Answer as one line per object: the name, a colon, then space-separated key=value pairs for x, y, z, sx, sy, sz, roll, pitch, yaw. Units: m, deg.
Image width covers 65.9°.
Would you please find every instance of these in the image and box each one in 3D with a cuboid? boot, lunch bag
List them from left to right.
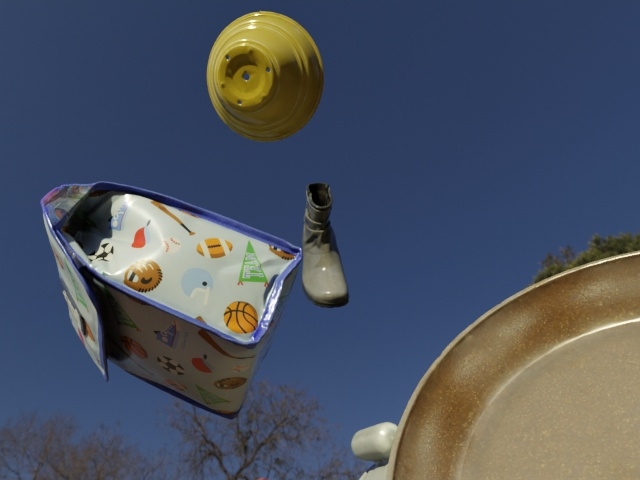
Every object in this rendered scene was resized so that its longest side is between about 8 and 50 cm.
lunch bag: x=-0.266 y=0.102 z=0.826 sx=0.385 sy=0.239 sz=0.328 roll=25 pitch=-41 yaw=2
boot: x=0.000 y=0.000 z=1.296 sx=0.118 sy=0.338 sz=0.222 roll=-6 pitch=-55 yaw=-13

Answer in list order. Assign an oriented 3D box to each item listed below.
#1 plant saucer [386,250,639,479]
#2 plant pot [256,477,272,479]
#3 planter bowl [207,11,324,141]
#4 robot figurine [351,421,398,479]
plant saucer: x=0.181 y=0.111 z=0.239 sx=0.311 sy=0.310 sz=0.050 roll=-26 pitch=-66 yaw=10
plant pot: x=-0.090 y=0.372 z=0.410 sx=0.265 sy=0.272 sz=0.272 roll=-38 pitch=-51 yaw=-15
planter bowl: x=-0.109 y=-0.271 z=0.825 sx=0.217 sy=0.090 sz=0.217 roll=4 pitch=-73 yaw=13
robot figurine: x=0.151 y=0.375 z=0.651 sx=0.200 sy=0.300 sz=0.353 roll=-24 pitch=-24 yaw=-27
